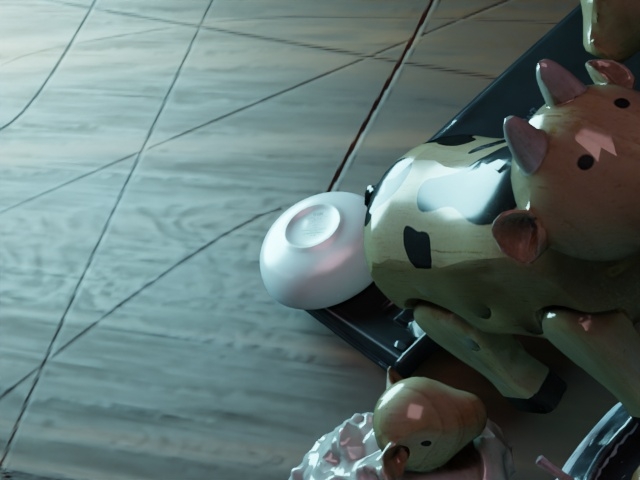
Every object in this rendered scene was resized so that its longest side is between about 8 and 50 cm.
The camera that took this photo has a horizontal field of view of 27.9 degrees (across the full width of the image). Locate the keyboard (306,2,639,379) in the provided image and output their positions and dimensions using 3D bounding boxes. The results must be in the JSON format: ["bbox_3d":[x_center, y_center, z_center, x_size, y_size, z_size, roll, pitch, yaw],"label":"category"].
[{"bbox_3d":[0.146,-0.035,0.751,0.317,0.033,0.201,-43,42,-14],"label":"keyboard"}]

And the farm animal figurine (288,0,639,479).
[{"bbox_3d":[0.128,-0.024,0.533,0.327,0.172,0.330,-22,33,50],"label":"farm animal figurine"}]

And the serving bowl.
[{"bbox_3d":[0.000,0.000,0.753,0.083,0.027,0.083,-16,42,14],"label":"serving bowl"}]

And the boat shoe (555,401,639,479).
[{"bbox_3d":[0.224,0.055,0.591,0.301,0.102,0.108,-31,47,-6],"label":"boat shoe"}]
